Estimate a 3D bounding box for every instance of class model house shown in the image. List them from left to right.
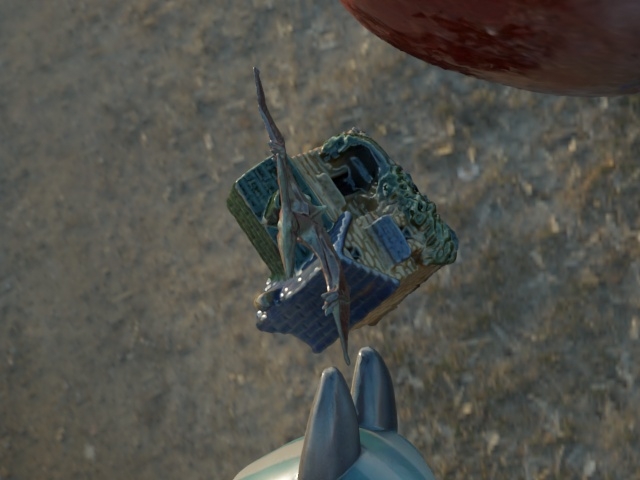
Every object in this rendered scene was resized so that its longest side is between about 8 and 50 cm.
[{"bbox_3d":[0.000,0.000,1.416,0.172,0.166,0.183,-19,71,-47],"label":"model house"}]

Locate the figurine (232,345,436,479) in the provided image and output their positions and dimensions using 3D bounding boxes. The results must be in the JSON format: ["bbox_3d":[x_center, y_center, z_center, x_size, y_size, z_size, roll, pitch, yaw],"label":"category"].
[{"bbox_3d":[0.009,0.295,1.221,0.266,0.378,0.361,-18,28,-21],"label":"figurine"}]

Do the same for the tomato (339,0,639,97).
[{"bbox_3d":[0.130,-0.162,0.701,0.289,0.335,0.176,-10,76,-23],"label":"tomato"}]

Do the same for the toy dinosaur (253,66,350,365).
[{"bbox_3d":[-0.014,-0.015,0.995,0.032,0.220,0.108,-19,7,11],"label":"toy dinosaur"}]
